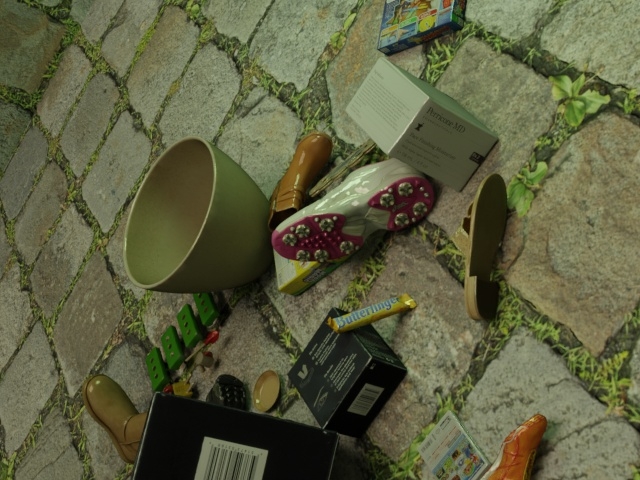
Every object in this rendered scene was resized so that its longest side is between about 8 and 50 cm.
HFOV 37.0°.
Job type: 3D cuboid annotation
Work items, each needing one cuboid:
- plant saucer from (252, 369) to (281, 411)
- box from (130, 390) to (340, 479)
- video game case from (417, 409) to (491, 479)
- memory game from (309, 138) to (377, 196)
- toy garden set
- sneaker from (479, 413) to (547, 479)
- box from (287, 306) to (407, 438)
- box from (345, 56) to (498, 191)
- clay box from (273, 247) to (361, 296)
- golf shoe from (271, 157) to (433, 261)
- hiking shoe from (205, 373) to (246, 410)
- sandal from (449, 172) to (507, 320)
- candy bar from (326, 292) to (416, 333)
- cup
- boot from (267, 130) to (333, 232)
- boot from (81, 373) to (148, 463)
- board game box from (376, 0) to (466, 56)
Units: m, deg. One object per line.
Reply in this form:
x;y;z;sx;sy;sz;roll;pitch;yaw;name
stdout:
-0.101;0.294;1.866;0.083;0.015;0.083;-28;51;42;plant saucer
-0.153;0.368;1.574;0.294;0.297;0.182;136;148;-76;box
0.203;0.332;1.464;0.087;0.011;0.122;-54;38;16;video game case
0.050;-0.143;1.827;0.186;0.012;0.186;-40;7;6;memory game
-0.283;0.246;2.099;0.244;0.049;0.203;-52;37;18;toy garden set
0.277;0.322;1.348;0.067;0.064;0.175;36;107;33;sneaker
0.044;0.227;1.652;0.156;0.093;0.158;-57;38;14;box
0.172;-0.200;1.646;0.119;0.181;0.182;-56;37;16;box
0.000;0.000;1.864;0.222;0.053;0.127;-36;47;33;clay box
0.054;-0.058;1.738;0.306;0.115;0.140;-21;37;10;golf shoe
-0.193;0.385;1.895;0.114;0.086;0.226;-49;32;44;hiking shoe
0.238;0.010;1.528;0.079;0.088;0.239;-7;71;44;sandal
0.086;0.125;1.628;0.040;0.162;0.018;49;148;48;candy bar
-0.225;-0.025;2.007;0.331;0.237;0.331;-28;51;42;cup
-0.041;-0.114;1.929;0.197;0.073;0.152;-56;12;38;boot
-0.371;0.373;2.034;0.270;0.236;0.089;-18;18;49;boot
0.200;-0.452;1.870;0.201;0.035;0.136;-9;65;49;board game box
